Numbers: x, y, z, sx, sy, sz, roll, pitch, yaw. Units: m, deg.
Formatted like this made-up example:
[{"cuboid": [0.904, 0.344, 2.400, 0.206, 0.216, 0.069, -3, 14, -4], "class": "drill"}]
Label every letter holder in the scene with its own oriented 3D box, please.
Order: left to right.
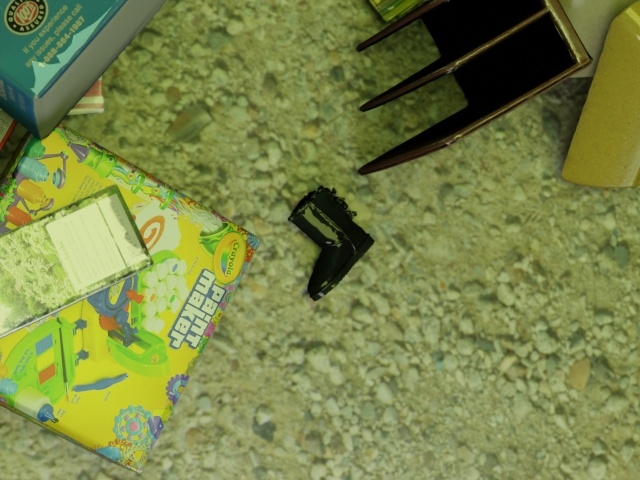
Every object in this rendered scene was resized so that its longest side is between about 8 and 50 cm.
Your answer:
[{"cuboid": [0.131, -0.195, 1.749, 0.214, 0.302, 0.152, -32, 96, -17], "class": "letter holder"}]

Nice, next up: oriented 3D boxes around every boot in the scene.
[{"cuboid": [0.000, 0.000, 1.828, 0.099, 0.045, 0.121, 47, 67, -12], "class": "boot"}]

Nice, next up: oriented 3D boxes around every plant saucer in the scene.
[{"cuboid": [0.481, -0.198, 1.851, 0.332, 0.333, 0.081, -21, 61, -18], "class": "plant saucer"}]

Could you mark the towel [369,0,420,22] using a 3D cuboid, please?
[{"cuboid": [0.051, -0.391, 1.876, 0.102, 0.021, 0.237, -38, 93, -18], "class": "towel"}]

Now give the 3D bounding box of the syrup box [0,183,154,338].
[{"cuboid": [-0.297, 0.036, 1.517, 0.237, 0.096, 0.093, -26, 92, -18], "class": "syrup box"}]

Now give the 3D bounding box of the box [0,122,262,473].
[{"cuboid": [-0.266, 0.063, 1.669, 0.279, 0.177, 0.290, 31, 77, -13], "class": "box"}]

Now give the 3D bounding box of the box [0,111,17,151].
[{"cuboid": [-0.456, -0.168, 1.638, 0.257, 0.122, 0.128, 30, 58, -14], "class": "box"}]

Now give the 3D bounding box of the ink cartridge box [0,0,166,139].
[{"cuboid": [-0.347, -0.344, 1.536, 0.395, 0.166, 0.285, 38, 78, 1], "class": "ink cartridge box"}]

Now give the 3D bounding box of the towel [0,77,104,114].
[{"cuboid": [-0.305, -0.232, 1.621, 0.144, 0.029, 0.197, 0, 79, -12], "class": "towel"}]

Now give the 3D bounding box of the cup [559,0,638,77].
[{"cuboid": [0.322, -0.337, 1.842, 0.331, 0.331, 0.237, -20, 115, -18], "class": "cup"}]
